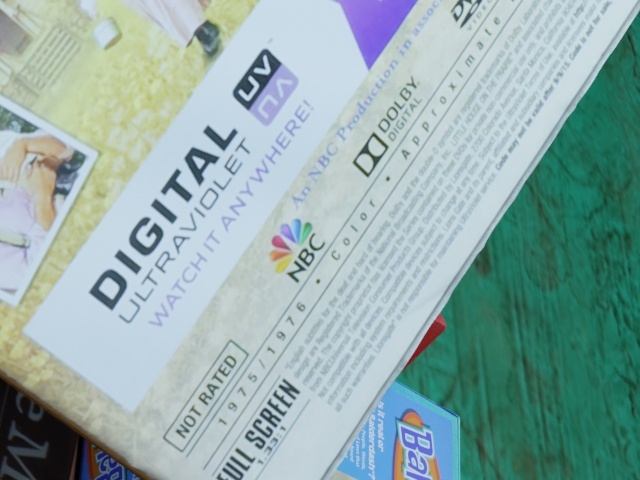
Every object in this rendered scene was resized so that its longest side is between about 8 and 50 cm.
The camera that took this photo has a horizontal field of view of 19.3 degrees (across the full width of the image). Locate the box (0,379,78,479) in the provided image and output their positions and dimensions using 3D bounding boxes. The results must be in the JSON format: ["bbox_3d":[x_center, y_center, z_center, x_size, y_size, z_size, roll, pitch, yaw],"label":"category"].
[{"bbox_3d":[-0.249,-0.005,0.548,0.381,0.143,0.191,38,43,-36],"label":"box"}]

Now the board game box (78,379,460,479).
[{"bbox_3d":[-0.017,0.117,0.855,0.210,0.047,0.160,33,45,-37],"label":"board game box"}]

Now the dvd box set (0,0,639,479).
[{"bbox_3d":[-0.073,-0.145,0.474,0.420,0.062,0.308,41,77,-36],"label":"dvd box set"}]

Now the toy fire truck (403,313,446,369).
[{"bbox_3d":[0.000,0.000,0.905,0.192,0.047,0.135,34,18,-32],"label":"toy fire truck"}]
